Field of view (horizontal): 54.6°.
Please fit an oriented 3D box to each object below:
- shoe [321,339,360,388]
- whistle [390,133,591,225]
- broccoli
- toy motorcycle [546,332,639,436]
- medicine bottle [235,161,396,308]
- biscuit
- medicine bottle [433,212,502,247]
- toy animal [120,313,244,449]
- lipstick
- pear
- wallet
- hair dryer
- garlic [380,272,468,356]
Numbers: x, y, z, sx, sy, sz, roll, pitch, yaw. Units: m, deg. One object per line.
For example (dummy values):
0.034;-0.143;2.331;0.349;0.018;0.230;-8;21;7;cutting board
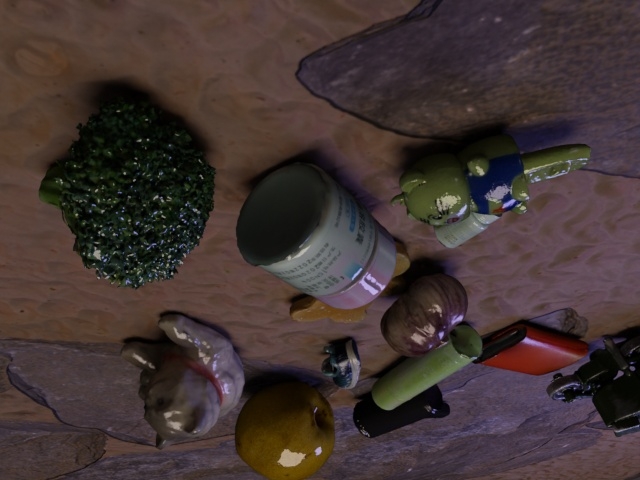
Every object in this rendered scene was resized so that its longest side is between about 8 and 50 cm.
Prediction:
0.037;0.241;1.189;0.071;0.064;0.143;-3;145;-6;shoe
0.192;-0.069;0.713;0.227;0.085;0.105;-12;156;8;whistle
-0.214;-0.051;0.649;0.194;0.194;0.219;-26;166;27;broccoli
0.616;0.303;1.245;0.275;0.205;0.127;-36;139;20;toy motorcycle
0.000;0.000;0.743;0.135;0.135;0.168;-23;143;25;medicine bottle
0.056;0.067;0.951;0.153;0.030;0.234;5;146;-24;biscuit
0.192;-0.028;0.811;0.047;0.047;0.083;20;138;-34;medicine bottle
-0.252;0.289;1.118;0.308;0.188;0.266;-32;148;29;toy animal
0.203;0.256;1.230;0.076;0.076;0.304;11;144;-25;lipstick
-0.078;0.394;1.280;0.208;0.209;0.209;-4;147;-3;pear
0.418;0.222;1.240;0.204;0.045;0.142;17;139;-33;wallet
0.227;0.392;1.458;0.197;0.089;0.251;-33;148;32;hair dryer
0.163;0.119;0.959;0.147;0.102;0.159;-29;163;-45;garlic
